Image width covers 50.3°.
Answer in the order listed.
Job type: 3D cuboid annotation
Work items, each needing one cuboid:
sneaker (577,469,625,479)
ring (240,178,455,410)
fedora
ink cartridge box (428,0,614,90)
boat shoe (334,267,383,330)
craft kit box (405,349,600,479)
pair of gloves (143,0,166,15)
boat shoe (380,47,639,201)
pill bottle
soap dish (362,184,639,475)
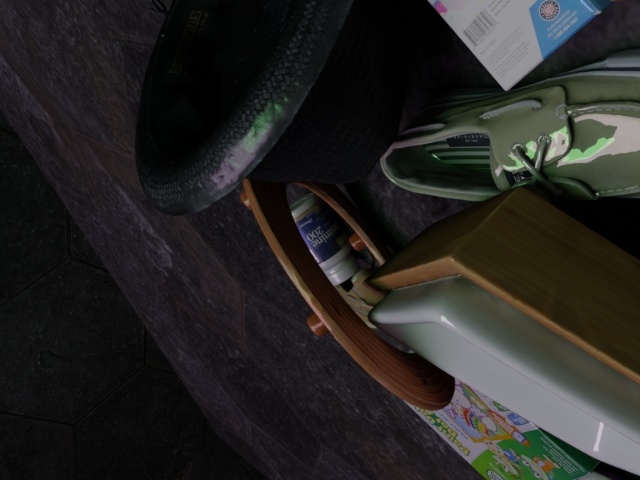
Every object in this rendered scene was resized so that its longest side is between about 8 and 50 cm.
[{"bbox_3d":[0.346,0.420,0.852,0.114,0.152,0.305,14,140,49],"label":"sneaker"},{"bbox_3d":[0.028,0.031,0.712,0.336,0.032,0.336,46,-163,-19],"label":"ring"},{"bbox_3d":[-0.022,-0.150,0.563,0.153,0.334,0.334,24,170,-32],"label":"fedora"},{"bbox_3d":[0.119,-0.188,0.423,0.143,0.090,0.092,50,156,0],"label":"ink cartridge box"},{"bbox_3d":[0.066,0.073,0.930,0.190,0.068,0.072,4,118,58],"label":"boat shoe"},{"bbox_3d":[0.217,0.225,0.908,0.250,0.061,0.246,42,157,16],"label":"craft kit box"},{"bbox_3d":[-0.228,-0.335,0.888,0.074,0.010,0.083,44,156,11],"label":"pair of gloves"},{"bbox_3d":[0.168,-0.066,0.512,0.302,0.094,0.109,6,132,57],"label":"boat shoe"},{"bbox_3d":[0.000,0.000,0.924,0.120,0.067,0.067,55,155,-12],"label":"pill bottle"},{"bbox_3d":[0.193,0.079,0.540,0.291,0.118,0.229,32,169,-4],"label":"soap dish"}]
